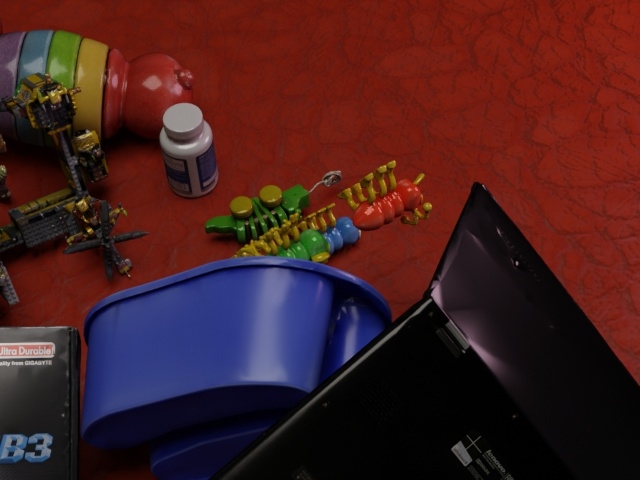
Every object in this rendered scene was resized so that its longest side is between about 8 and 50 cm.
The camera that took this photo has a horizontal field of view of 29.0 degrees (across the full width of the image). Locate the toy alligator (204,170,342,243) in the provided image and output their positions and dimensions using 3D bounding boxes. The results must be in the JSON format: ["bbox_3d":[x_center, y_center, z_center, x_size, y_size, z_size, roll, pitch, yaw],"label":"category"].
[{"bbox_3d":[-0.049,-0.036,1.538,0.190,0.056,0.051,-21,55,-13],"label":"toy alligator"}]

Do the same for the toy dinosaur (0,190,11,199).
[{"bbox_3d":[-0.483,-0.088,1.614,0.183,0.053,0.093,39,48,19],"label":"toy dinosaur"}]

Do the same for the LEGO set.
[{"bbox_3d":[-0.377,-0.043,1.434,0.331,0.255,0.192,-17,26,-24],"label":"LEGO set"}]

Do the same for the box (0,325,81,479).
[{"bbox_3d":[-0.389,0.234,1.238,0.296,0.073,0.293,1,81,-8],"label":"box"}]

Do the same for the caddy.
[{"bbox_3d":[-0.090,0.123,1.275,0.341,0.241,0.179,-17,53,28],"label":"caddy"}]

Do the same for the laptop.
[{"bbox_3d":[0.148,0.218,1.192,0.408,0.236,0.382,-40,100,-5],"label":"laptop"}]

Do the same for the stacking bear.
[{"bbox_3d":[-0.309,-0.197,1.617,0.289,0.175,0.164,4,38,-6],"label":"stacking bear"}]

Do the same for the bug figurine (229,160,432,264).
[{"bbox_3d":[0.000,0.000,1.410,0.216,0.279,0.072,-28,89,-22],"label":"bug figurine"}]

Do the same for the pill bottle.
[{"bbox_3d":[-0.167,-0.115,1.565,0.067,0.120,0.067,-1,53,1],"label":"pill bottle"}]
